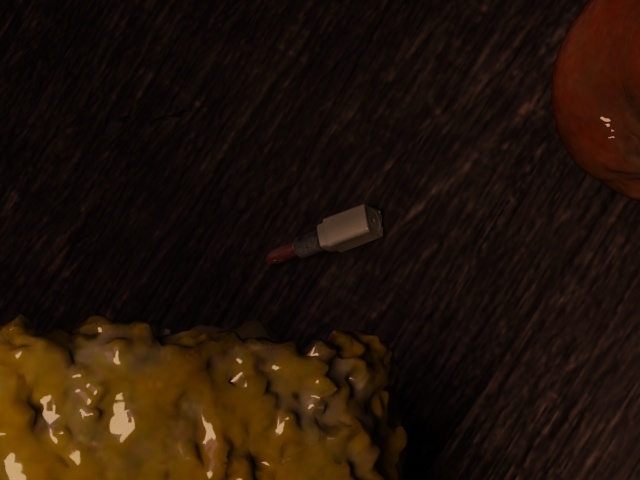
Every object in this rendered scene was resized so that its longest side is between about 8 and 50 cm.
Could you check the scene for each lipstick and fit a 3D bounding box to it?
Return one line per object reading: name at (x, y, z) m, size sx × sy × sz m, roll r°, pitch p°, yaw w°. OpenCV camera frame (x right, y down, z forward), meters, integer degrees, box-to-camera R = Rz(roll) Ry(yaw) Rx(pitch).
lipstick at (0.000, 0.000, 1.366) m, size 0.107 × 0.025 × 0.025 m, roll -21°, pitch 65°, yaw 29°

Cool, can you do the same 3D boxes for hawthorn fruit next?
hawthorn fruit at (0.269, -0.143, 1.173) m, size 0.199 × 0.199 × 0.251 m, roll 0°, pitch 64°, yaw 29°

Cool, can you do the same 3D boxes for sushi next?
sushi at (-0.136, 0.169, 1.171) m, size 0.351 × 0.397 × 0.240 m, roll 171°, pitch 101°, yaw -65°
